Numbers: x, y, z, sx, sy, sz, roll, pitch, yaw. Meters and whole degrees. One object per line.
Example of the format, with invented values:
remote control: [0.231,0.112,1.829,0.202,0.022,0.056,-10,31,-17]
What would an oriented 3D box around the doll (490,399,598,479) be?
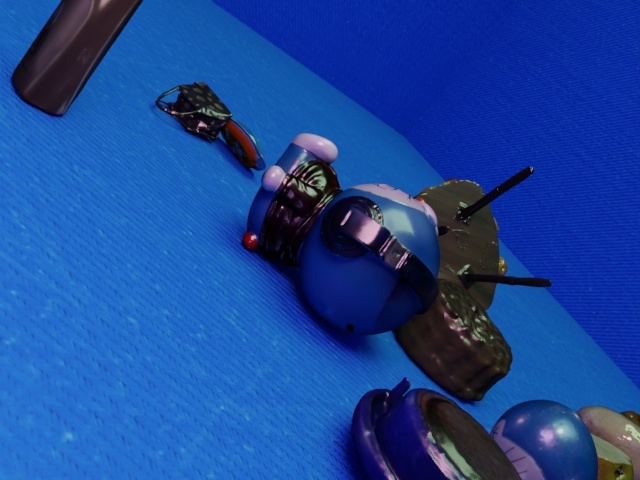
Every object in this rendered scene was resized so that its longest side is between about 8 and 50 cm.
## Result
doll: [0.349,0.364,1.054,0.257,0.161,0.215,63,8,12]

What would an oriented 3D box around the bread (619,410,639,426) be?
bread: [0.729,0.493,1.596,0.230,0.123,0.230,33,22,-16]

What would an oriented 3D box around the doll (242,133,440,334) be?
doll: [0.045,0.006,1.101,0.310,0.240,0.284,30,-14,15]

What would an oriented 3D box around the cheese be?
cheese: [-0.187,-0.226,1.435,0.256,0.037,0.106,46,-24,24]

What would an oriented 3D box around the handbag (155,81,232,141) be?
handbag: [-0.258,-0.250,1.358,0.139,0.072,0.115,-7,51,-52]

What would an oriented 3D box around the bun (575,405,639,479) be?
bun: [0.577,0.434,1.401,0.222,0.127,0.222,43,-17,17]

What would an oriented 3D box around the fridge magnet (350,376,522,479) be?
fridge magnet: [0.147,0.277,0.837,0.265,0.112,0.265,40,16,-14]

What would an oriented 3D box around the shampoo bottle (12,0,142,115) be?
shampoo bottle: [-0.291,-0.333,0.966,0.084,0.350,0.125,28,22,-39]

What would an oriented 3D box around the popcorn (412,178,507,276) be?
popcorn: [0.341,-0.009,1.829,0.332,0.225,0.265,47,-1,-21]

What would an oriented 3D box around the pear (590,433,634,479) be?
pear: [0.486,0.413,1.285,0.141,0.104,0.141,20,4,-2]

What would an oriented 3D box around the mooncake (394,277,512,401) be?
mooncake: [0.249,0.176,1.307,0.228,0.124,0.228,39,17,-14]

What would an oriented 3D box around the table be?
table: [0.344,-0.025,1.543,0.317,0.317,0.249,39,-20,-10]
